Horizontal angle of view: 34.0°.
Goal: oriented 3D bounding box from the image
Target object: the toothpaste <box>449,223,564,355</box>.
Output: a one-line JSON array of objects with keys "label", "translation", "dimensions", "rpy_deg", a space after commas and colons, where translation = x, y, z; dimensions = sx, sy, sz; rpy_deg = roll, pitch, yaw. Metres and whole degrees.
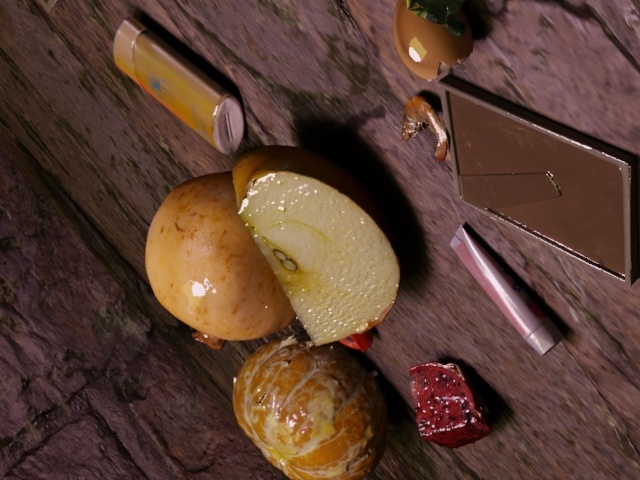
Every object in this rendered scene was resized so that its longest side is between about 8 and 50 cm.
[{"label": "toothpaste", "translation": [0.237, 0.064, 1.360], "dimensions": [0.194, 0.043, 0.067], "rpy_deg": [51, 162, 15]}]

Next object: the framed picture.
[{"label": "framed picture", "translation": [0.238, -0.065, 1.159], "dimensions": [0.260, 0.023, 0.189], "rpy_deg": [32, 153, 40]}]

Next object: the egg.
[{"label": "egg", "translation": [0.113, -0.216, 1.081], "dimensions": [0.096, 0.080, 0.080], "rpy_deg": [52, 159, -13]}]

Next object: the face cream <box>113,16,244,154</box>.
[{"label": "face cream", "translation": [-0.242, -0.264, 1.736], "dimensions": [0.285, 0.067, 0.139], "rpy_deg": [40, 154, 25]}]

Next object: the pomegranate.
[{"label": "pomegranate", "translation": [-0.143, 0.020, 1.722], "dimensions": [0.307, 0.307, 0.307], "rpy_deg": [42, 157, 22]}]

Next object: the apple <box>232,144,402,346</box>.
[{"label": "apple", "translation": [0.000, 0.000, 1.538], "dimensions": [0.254, 0.179, 0.346], "rpy_deg": [43, 163, 53]}]

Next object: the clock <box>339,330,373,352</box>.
[{"label": "clock", "translation": [0.030, 0.118, 1.839], "dimensions": [0.113, 0.061, 0.155], "rpy_deg": [25, 151, 48]}]

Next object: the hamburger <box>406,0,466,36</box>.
[{"label": "hamburger", "translation": [0.075, -0.285, 0.873], "dimensions": [0.235, 0.214, 0.125], "rpy_deg": [57, 170, -31]}]

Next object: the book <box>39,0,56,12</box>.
[{"label": "book", "translation": [-0.536, -0.541, 1.928], "dimensions": [0.214, 0.025, 0.283], "rpy_deg": [56, 160, -10]}]

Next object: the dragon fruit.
[{"label": "dragon fruit", "translation": [0.223, 0.265, 1.686], "dimensions": [0.127, 0.120, 0.161], "rpy_deg": [-15, 151, 25]}]

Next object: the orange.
[{"label": "orange", "translation": [-0.013, 0.327, 2.012], "dimensions": [0.329, 0.249, 0.329], "rpy_deg": [41, 164, 14]}]

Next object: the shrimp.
[{"label": "shrimp", "translation": [0.124, -0.127, 1.267], "dimensions": [0.083, 0.023, 0.114], "rpy_deg": [59, 163, 11]}]
